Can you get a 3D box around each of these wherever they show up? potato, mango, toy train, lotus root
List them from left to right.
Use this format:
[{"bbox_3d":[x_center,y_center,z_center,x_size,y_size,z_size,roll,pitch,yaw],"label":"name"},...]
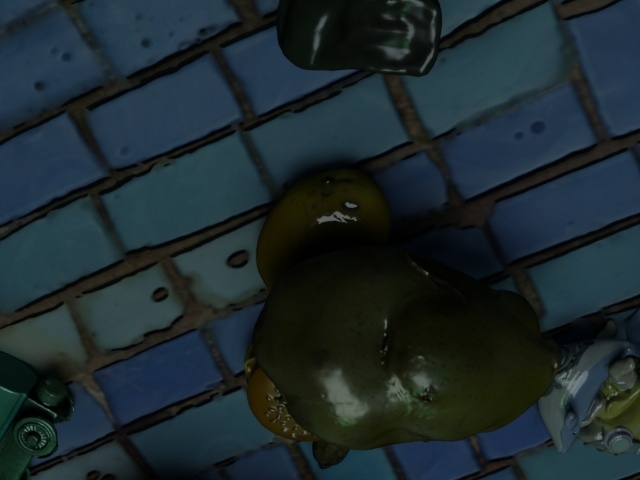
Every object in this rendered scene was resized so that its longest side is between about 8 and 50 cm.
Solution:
[{"bbox_3d":[-0.421,0.254,1.726,0.159,0.101,0.248,31,115,-5],"label":"toy train"},{"bbox_3d":[0.000,0.000,1.584,0.137,0.098,0.195,22,123,-19],"label":"mango"},{"bbox_3d":[0.015,0.261,1.766,0.049,0.054,0.099,11,121,-20],"label":"lotus root"},{"bbox_3d":[0.098,0.123,1.510,0.351,0.218,0.202,1,156,-11],"label":"potato"}]

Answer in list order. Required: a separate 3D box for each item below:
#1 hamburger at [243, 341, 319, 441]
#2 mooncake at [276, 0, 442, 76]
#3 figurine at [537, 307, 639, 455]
[{"bbox_3d":[-0.020,0.171,1.675,0.162,0.115,0.162,0,122,-1],"label":"hamburger"},{"bbox_3d":[0.040,-0.228,1.406,0.168,0.175,0.104,35,128,26],"label":"mooncake"},{"bbox_3d":[0.360,0.189,1.700,0.183,0.128,0.208,30,111,-21],"label":"figurine"}]
